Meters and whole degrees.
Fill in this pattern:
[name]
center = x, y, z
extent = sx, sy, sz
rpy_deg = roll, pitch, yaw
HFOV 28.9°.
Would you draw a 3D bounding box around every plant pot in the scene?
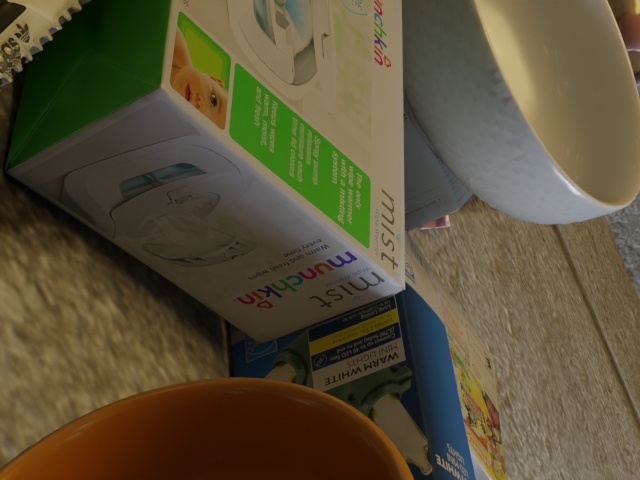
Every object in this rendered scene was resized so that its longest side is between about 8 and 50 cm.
[plant pot]
center = -0.039, 0.193, 0.500
extent = 0.205, 0.205, 0.188
rpy_deg = -84, 160, -55

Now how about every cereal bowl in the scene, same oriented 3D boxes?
[cereal bowl]
center = 0.163, -0.167, 1.151
extent = 0.339, 0.141, 0.339
rpy_deg = 33, 46, -42

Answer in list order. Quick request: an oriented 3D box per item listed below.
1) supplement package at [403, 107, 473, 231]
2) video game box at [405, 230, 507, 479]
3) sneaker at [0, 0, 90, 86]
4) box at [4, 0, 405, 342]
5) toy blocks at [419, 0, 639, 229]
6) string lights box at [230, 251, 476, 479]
[supplement package]
center = 0.062, -0.100, 1.207
extent = 0.179, 0.105, 0.105
rpy_deg = 64, 23, -5
[video game box]
center = 0.096, 0.107, 1.085
extent = 0.205, 0.048, 0.187
rpy_deg = 54, 20, -30
[sneaker]
center = -0.191, -0.159, 0.614
extent = 0.146, 0.102, 0.293
rpy_deg = 57, 21, -22
[box]
center = -0.058, -0.105, 0.794
extent = 0.231, 0.126, 0.262
rpy_deg = 38, 41, -39
[toy blocks]
center = 0.225, -0.160, 1.441
extent = 0.309, 0.288, 0.260
rpy_deg = 148, -68, -81
[string lights box]
center = 0.023, 0.140, 0.784
extent = 0.077, 0.133, 0.260
rpy_deg = 47, 27, -45
